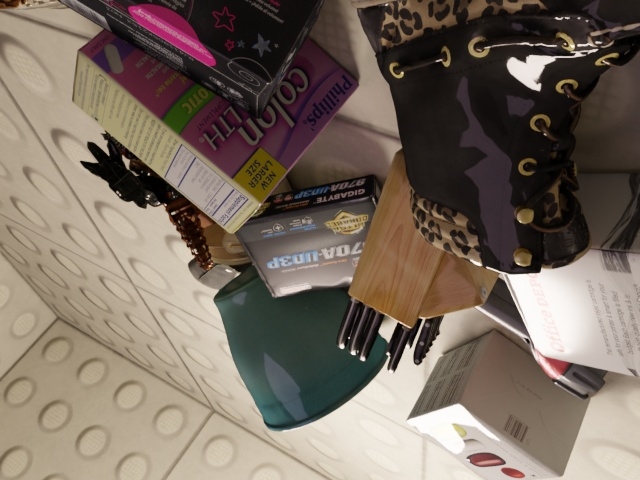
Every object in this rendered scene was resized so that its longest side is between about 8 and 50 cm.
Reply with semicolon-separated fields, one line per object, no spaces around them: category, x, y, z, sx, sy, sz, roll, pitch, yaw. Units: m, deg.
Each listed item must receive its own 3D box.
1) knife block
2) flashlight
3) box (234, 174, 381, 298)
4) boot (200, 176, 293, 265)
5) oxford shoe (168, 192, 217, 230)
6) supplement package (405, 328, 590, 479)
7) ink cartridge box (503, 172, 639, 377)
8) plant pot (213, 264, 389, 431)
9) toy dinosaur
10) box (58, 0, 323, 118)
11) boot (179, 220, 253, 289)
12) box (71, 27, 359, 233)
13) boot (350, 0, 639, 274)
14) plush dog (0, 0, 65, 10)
knife block;0.088;0.032;0.810;0.242;0.088;0.275;-19;104;35
flashlight;0.251;0.091;0.865;0.304;0.103;0.103;33;125;14
box;0.000;0.000;0.944;0.221;0.051;0.175;-10;133;17
boot;-0.139;-0.055;1.048;0.262;0.095;0.203;-1;136;34
oxford shoe;-0.214;-0.057;1.199;0.212;0.076;0.076;45;121;-12
supplement package;0.288;0.284;1.051;0.194;0.149;0.203;36;151;0
ink cartridge box;0.354;0.043;0.637;0.289;0.121;0.211;8;141;42
plant pot;-0.055;0.160;1.151;0.255;0.272;0.272;57;148;-8
toy dinosaur;-0.244;-0.115;0.993;0.322;0.164;0.218;43;173;-2
box;-0.124;-0.246;0.579;0.247;0.142;0.163;30;175;-8
boot;-0.246;0.028;1.355;0.189;0.076;0.208;45;158;-12
box;-0.119;-0.173;0.737;0.243;0.213;0.117;41;152;-9
boot;0.192;-0.109;0.507;0.378;0.138;0.284;14;130;42
plush dog;-0.319;-0.383;0.704;0.263;0.211;0.225;9;116;38
